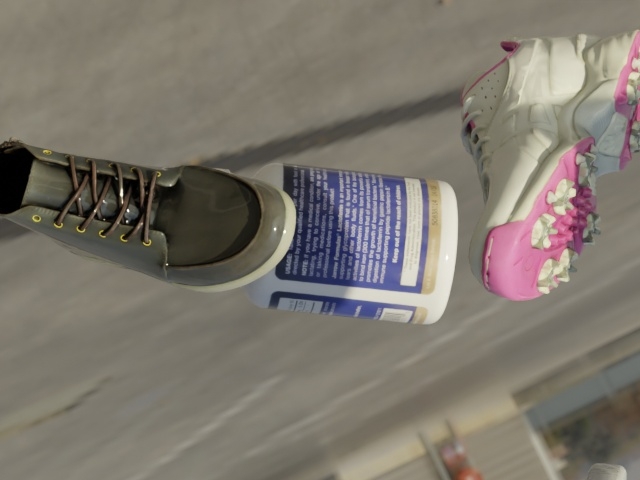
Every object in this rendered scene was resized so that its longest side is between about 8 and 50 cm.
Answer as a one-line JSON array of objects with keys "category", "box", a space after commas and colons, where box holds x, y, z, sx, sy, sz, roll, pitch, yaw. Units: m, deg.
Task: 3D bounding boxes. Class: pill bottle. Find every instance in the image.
[{"category": "pill bottle", "box": [0.000, 0.000, 1.689, 0.264, 0.153, 0.153, 6, 166, -6]}]

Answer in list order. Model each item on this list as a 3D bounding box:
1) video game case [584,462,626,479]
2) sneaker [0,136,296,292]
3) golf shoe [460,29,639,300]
[{"category": "video game case", "box": [0.221, 0.401, 1.389, 0.036, 0.329, 0.300, 3, -161, 19]}, {"category": "sneaker", "box": [-0.131, -0.018, 1.117, 0.222, 0.083, 0.118, 2, 167, 35]}, {"category": "golf shoe", "box": [0.157, -0.063, 1.254, 0.140, 0.115, 0.306, 12, -141, 22]}]
